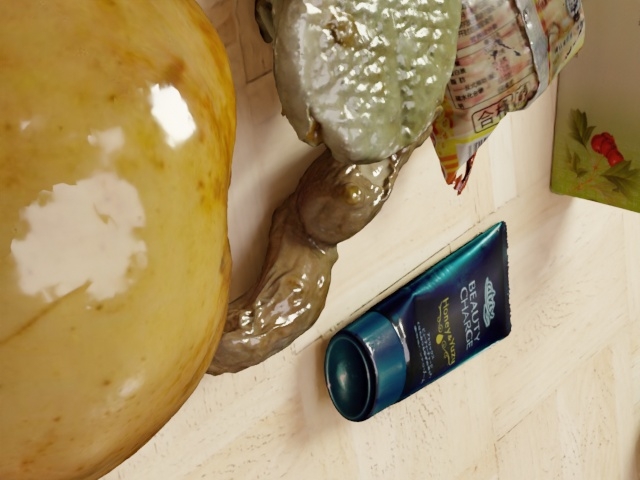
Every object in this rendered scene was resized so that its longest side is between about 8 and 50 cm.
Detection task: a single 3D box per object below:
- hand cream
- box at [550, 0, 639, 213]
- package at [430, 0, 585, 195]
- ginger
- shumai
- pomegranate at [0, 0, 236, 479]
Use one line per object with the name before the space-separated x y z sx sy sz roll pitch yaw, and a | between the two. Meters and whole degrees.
hand cream | 0.101 0.075 1.452 0.270 0.061 0.120 -28 118 -50
box | 0.314 -0.155 1.514 0.062 0.175 0.260 -17 116 -47
package | 0.142 -0.210 1.349 0.223 0.108 0.288 -44 130 -33
ginger | 0.002 -0.002 1.267 0.084 0.122 0.290 41 71 -15
shumai | 0.009 -0.159 1.200 0.201 0.120 0.201 -14 110 -45
pomegranate | -0.206 -0.022 0.869 0.338 0.338 0.338 -20 118 -44
